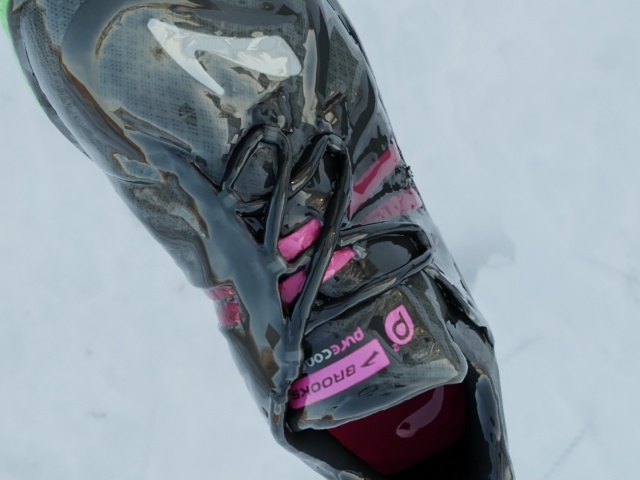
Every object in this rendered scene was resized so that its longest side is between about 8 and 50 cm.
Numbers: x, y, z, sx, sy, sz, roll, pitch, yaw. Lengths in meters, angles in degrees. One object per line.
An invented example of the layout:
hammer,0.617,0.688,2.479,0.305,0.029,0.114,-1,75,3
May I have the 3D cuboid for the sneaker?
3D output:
sneaker,0.000,0.000,0.891,0.185,0.202,0.483,-37,125,1
